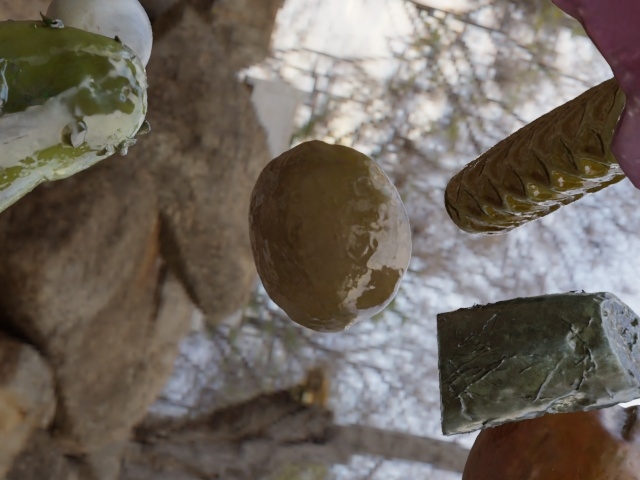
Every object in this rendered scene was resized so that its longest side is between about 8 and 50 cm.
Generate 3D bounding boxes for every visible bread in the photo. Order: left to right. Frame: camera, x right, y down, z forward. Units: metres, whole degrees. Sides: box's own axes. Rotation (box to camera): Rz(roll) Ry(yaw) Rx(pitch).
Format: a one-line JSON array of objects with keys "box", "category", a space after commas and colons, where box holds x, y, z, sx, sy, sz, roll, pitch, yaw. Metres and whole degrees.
[{"box": [0.201, -0.068, 1.135, 0.084, 0.077, 0.367, -54, -170, -21], "category": "bread"}]

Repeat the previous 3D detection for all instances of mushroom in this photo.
[{"box": [-0.172, -0.152, 1.039, 0.079, 0.085, 0.085, -6, -108, 53], "category": "mushroom"}]

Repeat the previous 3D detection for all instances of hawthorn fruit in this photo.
[{"box": [0.252, 0.307, 1.380, 0.298, 0.277, 0.277, -53, -171, -23], "category": "hawthorn fruit"}]

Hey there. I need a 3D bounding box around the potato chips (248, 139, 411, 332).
[{"box": [0.000, -0.001, 1.501, 0.062, 0.195, 0.208, -17, 123, -72], "category": "potato chips"}]

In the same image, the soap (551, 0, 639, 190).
[{"box": [0.261, -0.103, 0.657, 0.233, 0.359, 0.128, -26, -100, 20], "category": "soap"}]

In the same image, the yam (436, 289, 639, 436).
[{"box": [0.169, 0.094, 1.104, 0.107, 0.183, 0.107, -11, 90, -72], "category": "yam"}]

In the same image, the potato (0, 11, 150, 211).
[{"box": [-0.206, -0.063, 0.789, 0.090, 0.225, 0.117, 21, -51, 69], "category": "potato"}]
